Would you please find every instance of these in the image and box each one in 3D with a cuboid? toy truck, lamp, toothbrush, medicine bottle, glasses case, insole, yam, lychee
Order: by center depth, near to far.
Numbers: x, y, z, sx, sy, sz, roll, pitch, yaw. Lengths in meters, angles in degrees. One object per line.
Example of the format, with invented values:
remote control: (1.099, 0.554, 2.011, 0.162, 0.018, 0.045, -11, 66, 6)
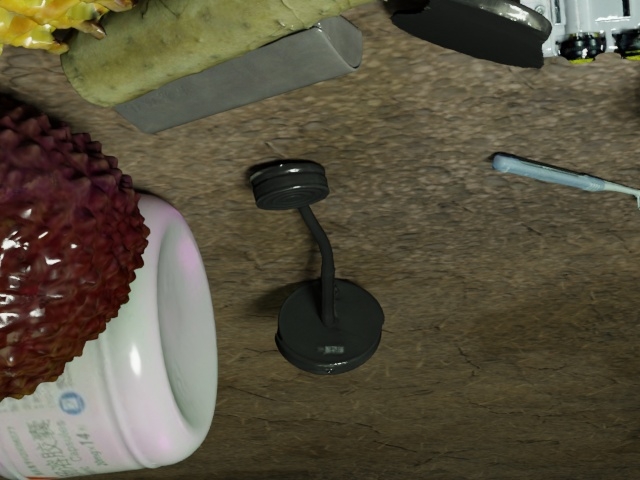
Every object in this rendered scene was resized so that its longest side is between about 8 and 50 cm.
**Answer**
yam: (-0.014, -0.169, 1.208, 0.371, 0.083, 0.083, -16, 158, 32)
insole: (0.098, -0.139, 1.241, 0.110, 0.012, 0.309, 21, -179, 1)
toy truck: (0.188, -0.158, 1.305, 0.111, 0.076, 0.077, -4, -179, 4)
glasses case: (-0.064, -0.126, 1.394, 0.191, 0.042, 0.072, -14, 151, 29)
lychee: (-0.251, 0.002, 1.455, 0.271, 0.271, 0.271, -3, 161, -1)
medicine bottle: (-0.262, 0.092, 1.683, 0.302, 0.241, 0.241, -7, 161, 11)
toothbrush: (0.234, -0.050, 1.703, 0.219, 0.019, 0.016, 12, 161, -39)
lamp: (0.004, 0.037, 1.778, 0.130, 0.108, 0.371, -6, 161, -4)

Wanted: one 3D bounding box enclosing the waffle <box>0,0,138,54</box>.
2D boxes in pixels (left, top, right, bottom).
waffle: (-0.260, -0.179, 1.158, 0.329, 0.062, 0.329, -3, 163, -1)
